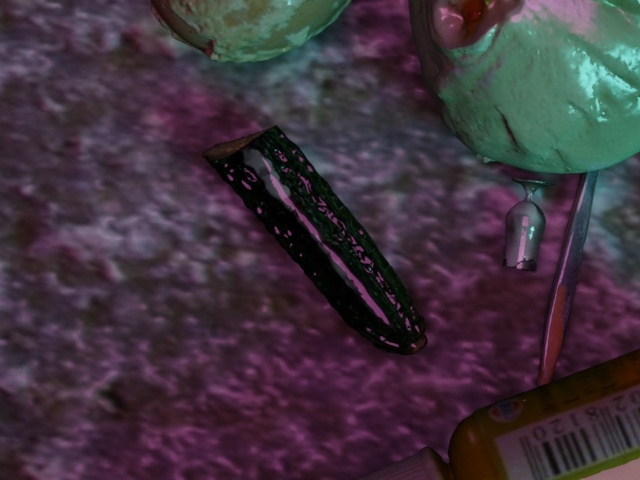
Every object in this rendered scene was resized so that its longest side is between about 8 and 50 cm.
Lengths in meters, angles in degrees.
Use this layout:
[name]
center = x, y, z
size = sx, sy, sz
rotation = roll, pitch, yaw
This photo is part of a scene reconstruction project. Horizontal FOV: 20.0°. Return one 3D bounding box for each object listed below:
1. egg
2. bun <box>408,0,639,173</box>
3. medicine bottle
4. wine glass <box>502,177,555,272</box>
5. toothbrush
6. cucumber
[egg]
center = -0.053, -0.271, 1.587
size = 0.203, 0.203, 0.245
rotation = 28, 84, 8
[bun]
center = 0.185, -0.196, 1.520
size = 0.293, 0.187, 0.293
rotation = 4, 98, 29
[medicine bottle]
center = 0.197, 0.233, 1.490
size = 0.384, 0.224, 0.224
rotation = -21, 82, 2
[wine glass]
center = 0.185, -0.013, 1.616
size = 0.039, 0.042, 0.083
rotation = 4, 86, 44
[toothbrush]
center = 0.236, -0.050, 1.618
size = 0.037, 0.028, 0.375
rotation = 14, 85, 0
[cucumber]
center = 0.001, 0.000, 1.614
size = 0.077, 0.077, 0.265
rotation = -39, 83, 0
